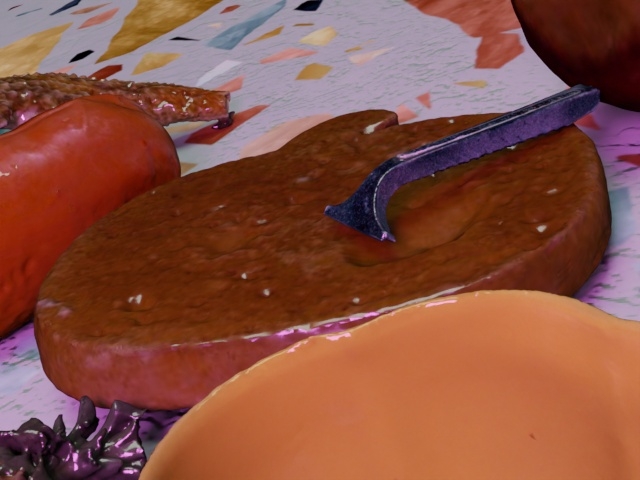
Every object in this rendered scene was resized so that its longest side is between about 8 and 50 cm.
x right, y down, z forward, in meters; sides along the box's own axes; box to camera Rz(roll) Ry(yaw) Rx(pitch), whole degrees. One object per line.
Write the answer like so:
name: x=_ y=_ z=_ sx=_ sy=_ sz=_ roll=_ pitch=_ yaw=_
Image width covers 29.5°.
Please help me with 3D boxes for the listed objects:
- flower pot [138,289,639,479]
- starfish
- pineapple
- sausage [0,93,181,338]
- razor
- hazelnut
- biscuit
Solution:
flower pot: x=0.050 y=0.140 z=0.366 sx=0.195 sy=0.179 sz=0.195 roll=-17 pitch=27 yaw=9
starfish: x=-0.336 y=-0.075 z=1.019 sx=0.383 sy=0.132 sz=0.398 roll=14 pitch=45 yaw=23
pineapple: x=-0.163 y=0.137 z=0.609 sx=0.108 sy=0.108 sz=0.197 roll=10 pitch=31 yaw=44
sausage: x=-0.211 y=-0.020 z=0.888 sx=0.258 sy=0.133 sz=0.133 roll=-34 pitch=30 yaw=-32
razor: x=0.094 y=-0.056 z=0.736 sx=0.190 sy=0.033 sz=0.066 roll=-27 pitch=27 yaw=-21
hazelnut: x=0.248 y=-0.171 z=0.791 sx=0.229 sy=0.229 sz=0.229 roll=-16 pitch=27 yaw=8
biscuit: x=0.000 y=0.001 z=0.785 sx=0.367 sy=0.063 sz=0.314 roll=-11 pitch=24 yaw=14
